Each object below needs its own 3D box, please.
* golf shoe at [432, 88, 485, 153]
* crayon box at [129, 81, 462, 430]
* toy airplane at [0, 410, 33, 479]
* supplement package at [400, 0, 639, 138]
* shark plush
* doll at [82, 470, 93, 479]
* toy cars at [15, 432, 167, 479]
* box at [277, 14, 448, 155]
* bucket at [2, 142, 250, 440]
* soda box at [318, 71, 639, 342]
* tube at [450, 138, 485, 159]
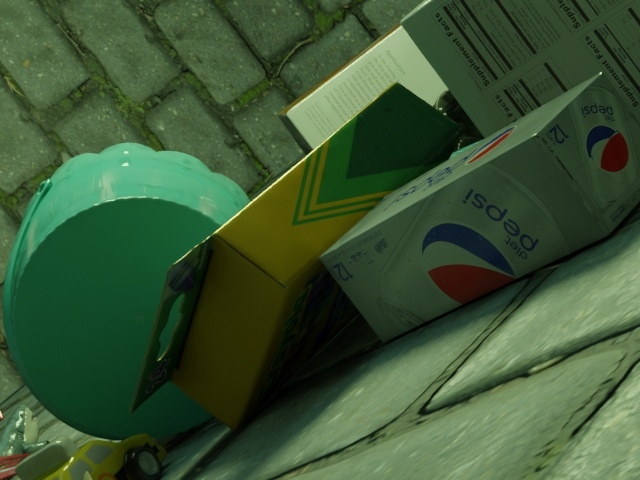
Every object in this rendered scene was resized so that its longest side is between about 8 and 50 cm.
[{"bbox_3d":[0.190,-0.164,2.173,0.273,0.105,0.120,-40,-1,-33],"label":"golf shoe"},{"bbox_3d":[-0.019,0.025,1.593,0.323,0.083,0.203,-41,-19,-39],"label":"crayon box"},{"bbox_3d":[-0.333,0.203,1.696,0.151,0.028,0.151,-9,47,10],"label":"toy airplane"},{"bbox_3d":[0.255,-0.216,1.654,0.263,0.198,0.199,-33,7,33],"label":"supplement package"},{"bbox_3d":[-0.444,0.295,2.495,0.161,0.067,0.073,-39,6,-20],"label":"shark plush"},{"bbox_3d":[-0.254,0.253,1.460,0.189,0.129,0.046,-31,39,-9],"label":"doll"},{"bbox_3d":[-0.300,0.281,1.593,0.394,0.087,0.176,-39,5,-16],"label":"toy cars"},{"bbox_3d":[0.126,-0.225,2.723,0.345,0.168,0.215,-37,5,-3],"label":"box"},{"bbox_3d":[-0.175,0.054,1.794,0.281,0.281,0.183,-37,14,6],"label":"bucket"},{"bbox_3d":[0.124,-0.019,1.389,0.098,0.091,0.286,-42,7,-38],"label":"soda box"},{"bbox_3d":[0.161,-0.079,1.943,0.080,0.052,0.207,-27,4,25],"label":"tube"}]
